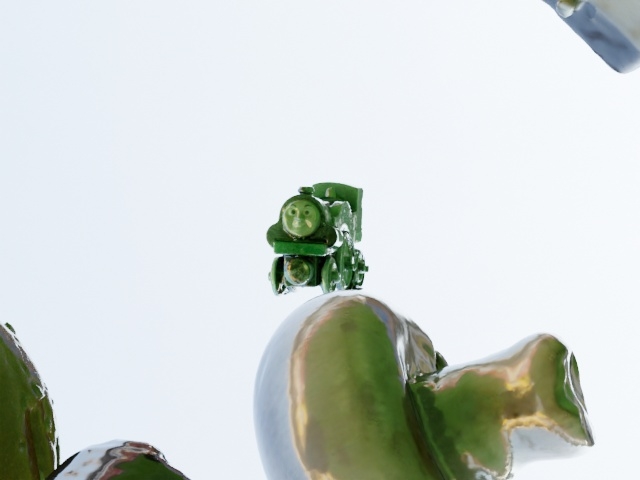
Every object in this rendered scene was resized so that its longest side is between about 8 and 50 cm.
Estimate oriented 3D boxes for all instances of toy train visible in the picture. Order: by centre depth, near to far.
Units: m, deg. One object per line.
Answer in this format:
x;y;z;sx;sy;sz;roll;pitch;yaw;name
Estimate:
0.000;0.000;1.623;0.178;0.071;0.105;-15;-72;-76;toy train

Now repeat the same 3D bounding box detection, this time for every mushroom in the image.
0.079;0.133;1.216;0.243;0.243;0.244;19;-130;-25;mushroom

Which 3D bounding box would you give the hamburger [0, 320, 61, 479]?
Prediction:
-0.238;0.151;0.948;0.211;0.132;0.309;4;-100;-45;hamburger

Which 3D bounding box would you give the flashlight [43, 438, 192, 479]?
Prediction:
-0.153;0.199;0.698;0.103;0.103;0.424;46;-152;-1;flashlight

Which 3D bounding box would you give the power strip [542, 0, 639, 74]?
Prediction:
0.190;-0.196;0.893;0.105;0.070;0.257;42;-118;-3;power strip
